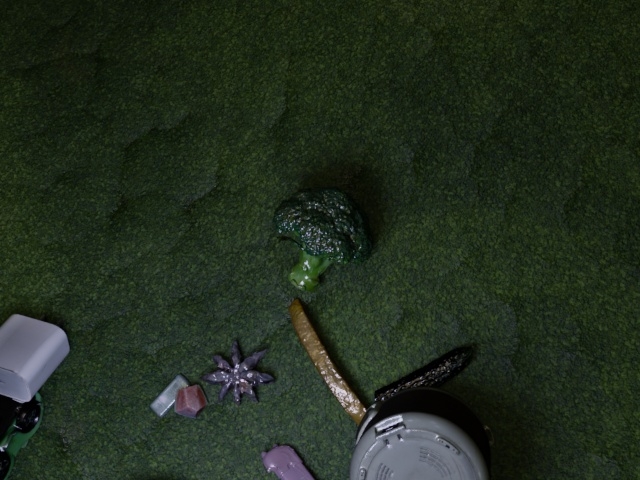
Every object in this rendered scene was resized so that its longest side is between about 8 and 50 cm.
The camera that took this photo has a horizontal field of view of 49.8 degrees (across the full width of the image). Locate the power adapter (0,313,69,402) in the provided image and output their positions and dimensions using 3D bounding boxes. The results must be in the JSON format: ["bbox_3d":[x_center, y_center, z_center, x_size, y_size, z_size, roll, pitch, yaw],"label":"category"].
[{"bbox_3d":[-0.816,0.301,1.921,0.187,0.124,0.255,15,40,11],"label":"power adapter"}]

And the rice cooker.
[{"bbox_3d":[0.236,0.523,1.626,0.335,0.325,0.335,1,94,13],"label":"rice cooker"}]

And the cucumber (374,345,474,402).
[{"bbox_3d":[0.275,0.358,1.794,0.300,0.072,0.072,-29,72,0],"label":"cucumber"}]

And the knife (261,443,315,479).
[{"bbox_3d":[-0.005,0.665,1.726,0.132,0.038,0.398,-24,55,-32],"label":"knife"}]

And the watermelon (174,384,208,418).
[{"bbox_3d":[-0.360,0.437,1.868,0.092,0.072,0.084,-31,65,-1],"label":"watermelon"}]

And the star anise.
[{"bbox_3d":[-0.222,0.359,1.874,0.204,0.061,0.181,19,78,14],"label":"star anise"}]

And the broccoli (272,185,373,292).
[{"bbox_3d":[0.000,0.000,1.841,0.297,0.297,0.297,28,105,15],"label":"broccoli"}]

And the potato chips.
[{"bbox_3d":[0.017,0.328,1.842,0.057,0.080,0.407,-37,72,8],"label":"potato chips"}]

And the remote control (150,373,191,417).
[{"bbox_3d":[-0.415,0.428,1.906,0.053,0.018,0.124,40,83,15],"label":"remote control"}]

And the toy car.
[{"bbox_3d":[-0.905,0.557,1.861,0.213,0.176,0.359,16,53,13],"label":"toy car"}]
